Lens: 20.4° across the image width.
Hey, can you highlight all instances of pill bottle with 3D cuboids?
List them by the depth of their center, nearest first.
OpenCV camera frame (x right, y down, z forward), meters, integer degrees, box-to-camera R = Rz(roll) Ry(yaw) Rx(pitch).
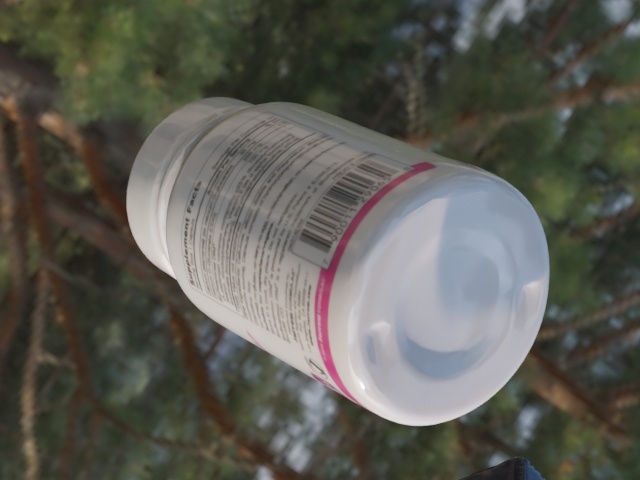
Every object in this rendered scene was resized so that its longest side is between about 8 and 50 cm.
[{"bbox_3d":[0.000,0.000,1.153,0.283,0.160,0.160,26,-100,51],"label":"pill bottle"}]

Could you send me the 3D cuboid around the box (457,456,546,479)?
[{"bbox_3d":[0.052,0.179,0.660,0.158,0.156,0.093,-27,-147,32],"label":"box"}]
